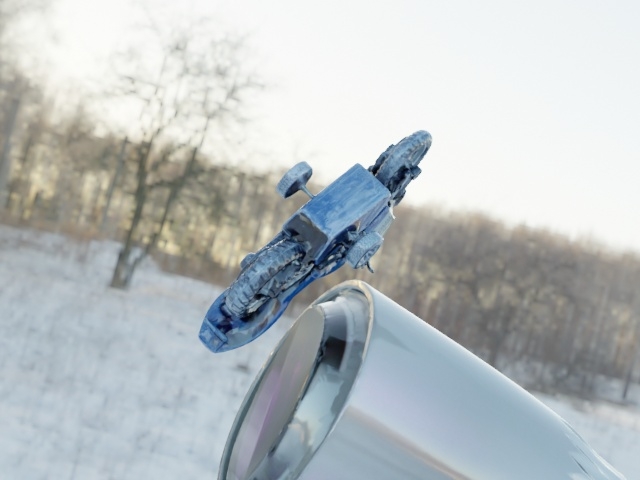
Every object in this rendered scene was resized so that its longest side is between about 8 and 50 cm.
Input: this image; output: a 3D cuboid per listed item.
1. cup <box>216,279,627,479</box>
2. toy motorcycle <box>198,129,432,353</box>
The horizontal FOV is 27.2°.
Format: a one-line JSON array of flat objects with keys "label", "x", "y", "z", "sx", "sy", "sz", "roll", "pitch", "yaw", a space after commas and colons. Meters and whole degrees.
[{"label": "cup", "x": 0.100, "y": 0.227, "z": 1.273, "sx": 0.371, "sy": 0.253, "sz": 0.253, "roll": 33, "pitch": -9, "yaw": -18}, {"label": "toy motorcycle", "x": 0.000, "y": 0.000, "z": 1.091, "sx": 0.092, "sy": 0.254, "sz": 0.135, "roll": 43, "pitch": -35, "yaw": 10}]
